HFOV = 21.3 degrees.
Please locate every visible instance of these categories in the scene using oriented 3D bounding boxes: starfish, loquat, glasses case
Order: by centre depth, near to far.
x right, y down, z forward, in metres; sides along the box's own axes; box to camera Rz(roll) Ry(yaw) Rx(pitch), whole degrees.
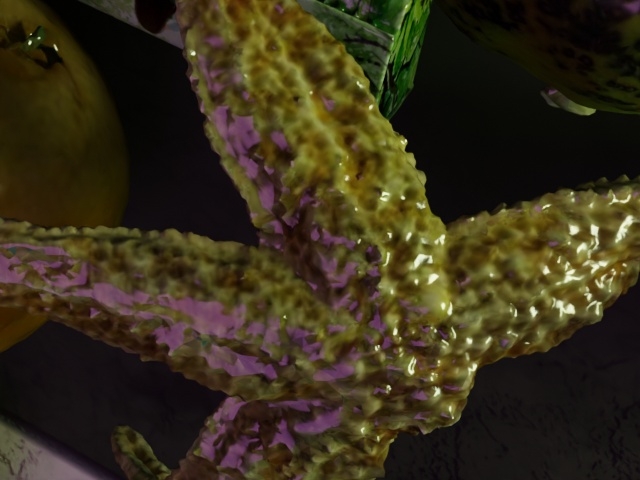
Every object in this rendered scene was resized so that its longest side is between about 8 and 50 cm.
[{"bbox_3d":[-0.003,0.007,0.848,0.384,0.132,0.398,44,115,-11],"label":"starfish"},{"bbox_3d":[-0.074,-0.153,0.908,0.272,0.062,0.095,25,140,13],"label":"glasses case"},{"bbox_3d":[-0.243,-0.047,0.984,0.263,0.263,0.263,20,139,19],"label":"loquat"}]

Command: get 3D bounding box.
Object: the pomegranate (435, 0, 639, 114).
[{"bbox_3d":[0.137,-0.184,0.649,0.222,0.277,0.204,13,179,-2],"label":"pomegranate"}]
